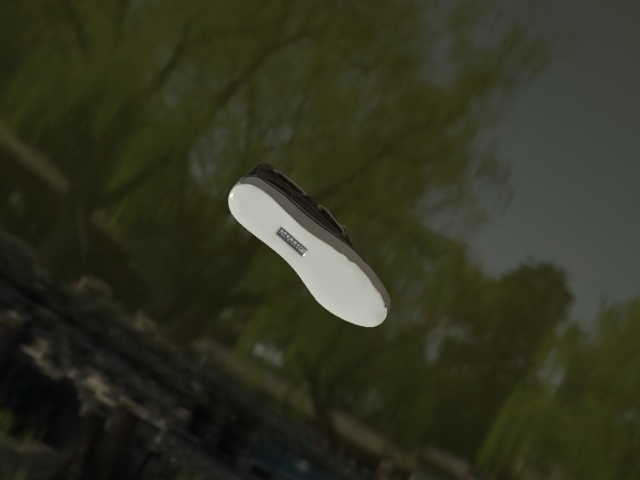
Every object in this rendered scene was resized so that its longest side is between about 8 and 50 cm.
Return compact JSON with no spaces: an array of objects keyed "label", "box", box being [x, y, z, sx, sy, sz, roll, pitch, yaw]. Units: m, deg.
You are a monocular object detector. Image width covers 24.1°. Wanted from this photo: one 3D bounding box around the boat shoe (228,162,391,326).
[{"label":"boat shoe","box":[0.000,0.000,1.636,0.219,0.070,0.078,45,131,-3]}]
